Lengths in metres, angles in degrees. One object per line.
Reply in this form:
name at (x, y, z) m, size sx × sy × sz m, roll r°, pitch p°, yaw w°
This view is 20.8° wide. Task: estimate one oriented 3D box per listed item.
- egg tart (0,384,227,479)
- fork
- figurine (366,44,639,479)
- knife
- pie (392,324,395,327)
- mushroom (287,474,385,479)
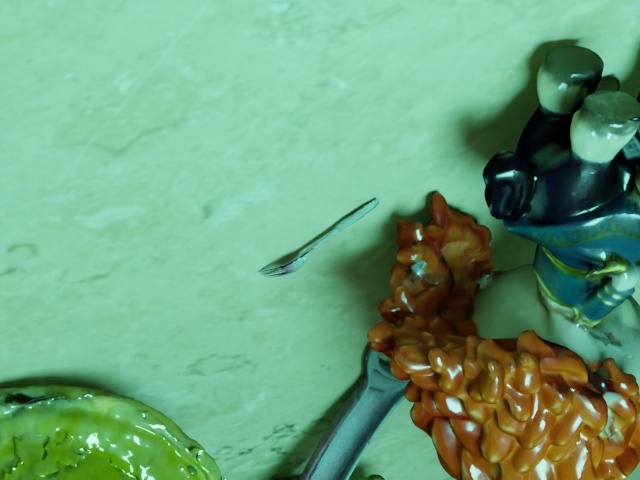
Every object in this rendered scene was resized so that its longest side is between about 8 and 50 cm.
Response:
egg tart at (-0.223, 0.280, 1.428) m, size 0.341 × 0.132 × 0.341 m, roll -3°, pitch 114°, yaw -6°
fork at (0.000, 0.001, 1.377) m, size 0.115 × 0.012 × 0.016 m, roll -33°, pitch 153°, yaw 16°
figurine at (0.207, 0.028, 1.364) m, size 0.306 × 0.241 × 0.412 m, roll 8°, pitch 121°, yaw -51°
knife at (0.040, 0.184, 1.613) m, size 0.123 × 0.053 × 0.278 m, roll 20°, pitch 114°, yaw -33°
pie at (0.098, 0.064, 1.506) m, size 0.084 × 0.020 × 0.084 m, roll -15°, pitch 130°, yaw -19°
mushroom at (-0.075, 0.283, 1.697) m, size 0.312 × 0.081 × 0.100 m, roll -8°, pitch 134°, yaw -14°
